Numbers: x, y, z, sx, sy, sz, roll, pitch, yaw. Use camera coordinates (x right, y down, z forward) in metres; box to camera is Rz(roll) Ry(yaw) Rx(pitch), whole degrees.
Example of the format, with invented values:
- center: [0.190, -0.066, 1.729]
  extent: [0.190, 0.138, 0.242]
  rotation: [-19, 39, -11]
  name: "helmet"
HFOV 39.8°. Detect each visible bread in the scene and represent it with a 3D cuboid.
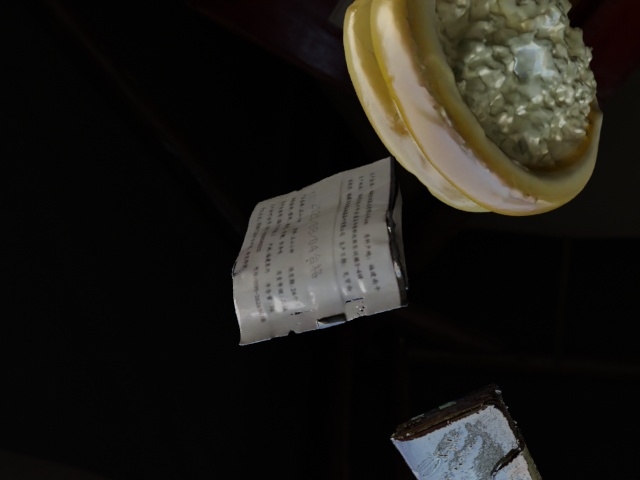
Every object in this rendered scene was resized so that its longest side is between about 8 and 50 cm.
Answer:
- center: [0.227, -0.230, 1.290]
  extent: [0.424, 0.329, 0.245]
  rotation: [44, 166, -22]
  name: "bread"

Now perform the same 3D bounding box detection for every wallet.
- center: [0.171, 0.255, 0.947]
  extent: [0.031, 0.122, 0.232]
  rotation: [-100, -17, -56]
  name: "wallet"

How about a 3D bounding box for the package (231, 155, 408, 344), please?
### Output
- center: [0.000, 0.000, 1.047]
  extent: [0.250, 0.204, 0.062]
  rotation: [-90, -21, -45]
  name: "package"
